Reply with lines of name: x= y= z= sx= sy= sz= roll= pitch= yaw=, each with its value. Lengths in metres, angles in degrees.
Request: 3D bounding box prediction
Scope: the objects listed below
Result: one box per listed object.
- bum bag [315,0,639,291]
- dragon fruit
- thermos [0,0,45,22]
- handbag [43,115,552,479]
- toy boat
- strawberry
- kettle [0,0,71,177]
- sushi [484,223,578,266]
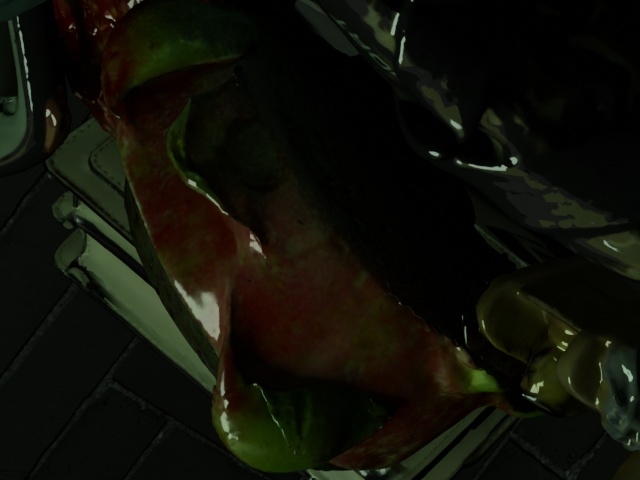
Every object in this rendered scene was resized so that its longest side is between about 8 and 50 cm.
bum bag: x=0.048 y=-0.049 z=0.509 sx=0.248 sy=0.069 sz=0.102 roll=36 pitch=-144 yaw=-14
dragon fruit: x=0.000 y=0.000 z=0.971 sx=0.295 sy=0.130 sz=0.268 roll=47 pitch=-161 yaw=-10
thermos: x=-0.204 y=-0.209 z=0.960 sx=0.286 sy=0.145 sz=0.182 roll=72 pitch=179 yaw=-86
handbag: x=-0.002 y=0.015 z=1.436 sx=0.358 sy=0.237 sz=0.160 roll=38 pitch=154 yaw=22
toy boat: x=0.246 y=0.160 z=0.903 sx=0.445 sy=0.162 sz=0.136 roll=38 pitch=177 yaw=-23
strawberry: x=-0.123 y=-0.141 z=1.269 sx=0.233 sy=0.138 sz=0.306 roll=39 pitch=-178 yaw=10
kettle: x=-0.254 y=-0.161 z=1.237 sx=0.240 sy=0.165 sz=0.255 roll=0 pitch=109 yaw=47
sushi: x=0.204 y=0.051 z=1.040 sx=0.210 sy=0.040 sz=0.193 roll=41 pitch=173 yaw=-23
